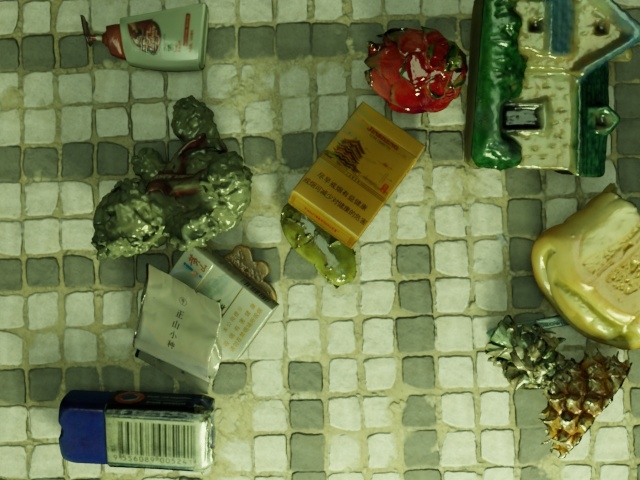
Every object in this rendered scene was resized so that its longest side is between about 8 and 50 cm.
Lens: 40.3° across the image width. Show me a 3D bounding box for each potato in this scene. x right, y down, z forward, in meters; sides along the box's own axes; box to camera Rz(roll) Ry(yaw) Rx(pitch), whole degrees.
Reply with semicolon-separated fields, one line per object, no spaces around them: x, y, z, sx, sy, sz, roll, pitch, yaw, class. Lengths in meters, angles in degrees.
0.000;0.000;1.899;0.117;0.090;0.226;-37;86;0;potato

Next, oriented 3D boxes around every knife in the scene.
0.467;0.188;1.913;0.210;0.015;0.028;-11;80;1;knife

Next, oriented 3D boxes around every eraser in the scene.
-0.388;0.410;1.876;0.331;0.101;0.155;2;103;5;eraser

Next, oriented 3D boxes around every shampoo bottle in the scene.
-0.395;-0.455;1.941;0.284;0.071;0.153;2;86;0;shampoo bottle

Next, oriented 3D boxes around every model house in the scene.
0.479;-0.325;1.788;0.342;0.334;0.383;4;98;4;model house

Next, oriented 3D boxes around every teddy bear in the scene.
-0.330;-0.093;1.830;0.367;0.225;0.357;-27;44;-5;teddy bear

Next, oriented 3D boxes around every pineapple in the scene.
0.467;0.277;1.822;0.271;0.262;0.263;36;89;18;pineapple

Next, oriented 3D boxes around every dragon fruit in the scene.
0.193;-0.364;1.860;0.192;0.274;0.193;-25;116;-37;dragon fruit

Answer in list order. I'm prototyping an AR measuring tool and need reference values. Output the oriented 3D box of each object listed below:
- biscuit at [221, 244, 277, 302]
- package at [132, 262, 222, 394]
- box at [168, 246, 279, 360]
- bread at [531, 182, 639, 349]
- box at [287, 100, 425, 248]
-0.161;0.100;1.929;0.133;0.027;0.184;-42;86;5;biscuit
-0.302;0.188;1.864;0.203;0.062;0.251;24;121;19;package
-0.225;0.128;1.891;0.233;0.067;0.149;38;103;6;box
0.609;0.072;1.827;0.270;0.211;0.316;-42;79;7;bread
0.079;-0.142;1.870;0.174;0.076;0.274;36;69;2;box
